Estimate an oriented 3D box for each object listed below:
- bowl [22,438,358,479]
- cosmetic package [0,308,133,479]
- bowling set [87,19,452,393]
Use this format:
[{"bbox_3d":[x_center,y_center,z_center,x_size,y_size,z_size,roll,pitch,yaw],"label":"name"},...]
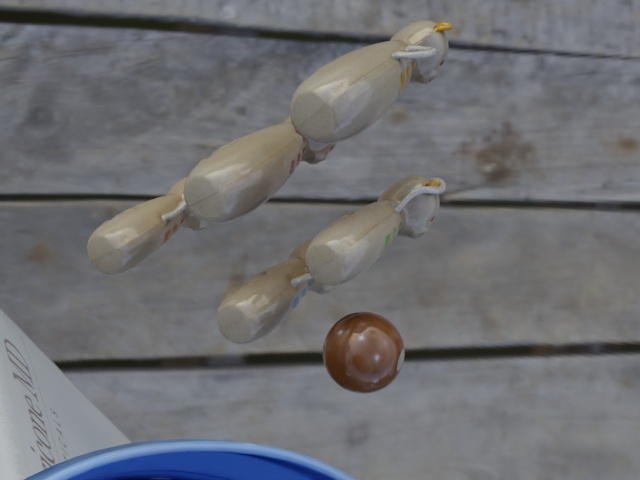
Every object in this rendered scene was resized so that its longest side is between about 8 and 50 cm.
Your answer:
[{"bbox_3d":[-0.068,0.283,0.715,0.391,0.077,0.391,7,79,-38],"label":"bowl"},{"bbox_3d":[-0.242,0.315,1.169,0.327,0.329,0.393,-37,122,2],"label":"cosmetic package"},{"bbox_3d":[0.000,0.000,1.101,0.154,0.287,0.200,-36,97,-51],"label":"bowling set"}]
